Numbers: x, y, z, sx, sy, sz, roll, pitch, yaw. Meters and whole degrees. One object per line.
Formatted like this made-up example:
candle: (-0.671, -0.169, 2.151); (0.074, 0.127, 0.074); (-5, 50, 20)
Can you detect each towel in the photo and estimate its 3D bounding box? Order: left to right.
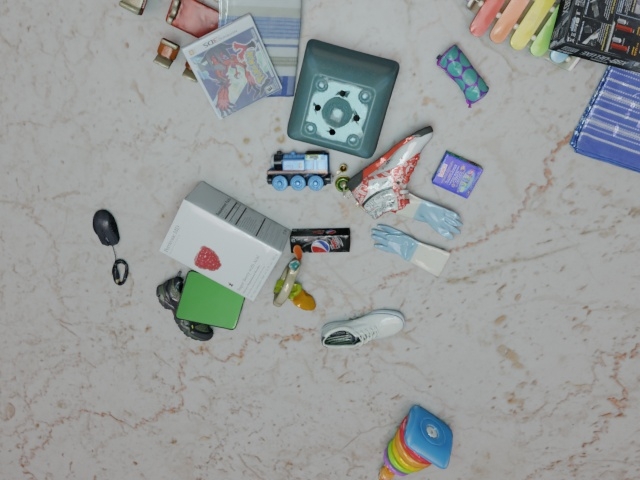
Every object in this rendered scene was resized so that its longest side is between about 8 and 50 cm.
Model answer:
towel: (-0.153, -0.492, 1.498); (0.209, 0.034, 0.285); (-6, 123, -18)
towel: (0.807, -0.346, 1.521); (0.243, 0.040, 0.336); (18, 111, -3)

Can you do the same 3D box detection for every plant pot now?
plant pot: (0.046, -0.332, 1.478); (0.247, 0.252, 0.248); (15, 111, 0)

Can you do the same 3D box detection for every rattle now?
rattle: (-0.049, 0.116, 1.715); (0.142, 0.130, 0.200); (33, 122, 2)

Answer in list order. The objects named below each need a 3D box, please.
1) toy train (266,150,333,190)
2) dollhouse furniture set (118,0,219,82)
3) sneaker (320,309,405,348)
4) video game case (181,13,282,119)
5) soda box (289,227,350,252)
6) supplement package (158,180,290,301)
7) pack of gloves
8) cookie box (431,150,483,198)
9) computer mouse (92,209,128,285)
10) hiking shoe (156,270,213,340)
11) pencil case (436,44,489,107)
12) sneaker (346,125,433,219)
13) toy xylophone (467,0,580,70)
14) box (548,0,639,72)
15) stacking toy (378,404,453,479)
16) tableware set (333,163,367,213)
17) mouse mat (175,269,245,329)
toy train: (-0.057, -0.189, 1.638); (0.184, 0.080, 0.105); (1, 102, 7)
dollhouse furniture set: (-0.353, -0.572, 1.507); (0.259, 0.135, 0.262); (23, 112, -16)
sneaker: (0.125, 0.275, 1.790); (0.258, 0.091, 0.094); (-15, 109, 11)
video game case: (-0.212, -0.420, 1.485); (0.183, 0.023, 0.201); (-28, 128, -3)
soda box: (0.000, 0.000, 1.712); (0.168, 0.060, 0.053); (-1, 114, 6)
supplement package: (-0.259, 0.000, 1.672); (0.292, 0.175, 0.178); (29, 112, -6)
pack of gloves: (0.267, -0.031, 1.697); (0.232, 0.046, 0.195); (24, 118, 2)
cookie box: (0.364, -0.177, 1.623); (0.107, 0.040, 0.092); (23, 112, -5)
computer mouse: (-0.618, 0.026, 1.786); (0.071, 0.041, 0.242); (-7, 111, 7)
hiking shoe: (-0.384, 0.202, 1.810); (0.114, 0.086, 0.227); (-35, 106, 17)
pencil case: (0.355, -0.412, 1.520); (0.070, 0.064, 0.152); (-43, 102, 2)
sneaker: (0.213, -0.169, 1.590); (0.270, 0.090, 0.145); (-36, 88, 13)
toy xylophone: (0.511, -0.560, 1.440); (0.322, 0.081, 0.236); (22, 111, -4)
box: (0.678, -0.561, 1.370); (0.242, 0.076, 0.308); (11, 94, -7)
stacking toy: (0.267, 0.679, 1.921); (0.165, 0.175, 0.302); (34, 124, -2)
tableware set: (0.107, -0.149, 1.665); (0.154, 0.024, 0.104); (40, 109, -10)
mouse mat: (-0.319, 0.178, 1.789); (0.189, 0.007, 0.153); (16, 97, -22)
